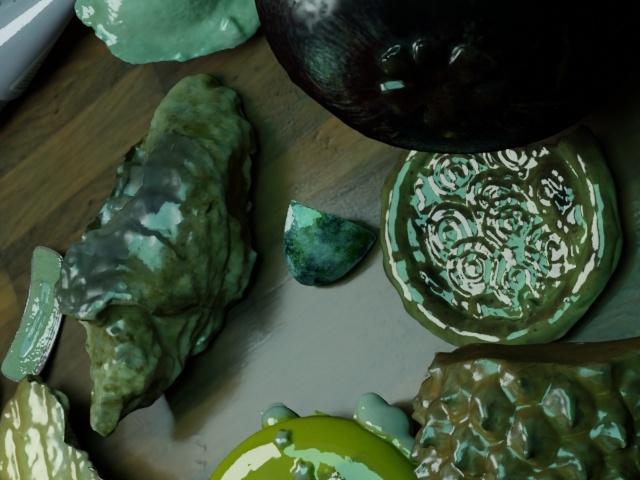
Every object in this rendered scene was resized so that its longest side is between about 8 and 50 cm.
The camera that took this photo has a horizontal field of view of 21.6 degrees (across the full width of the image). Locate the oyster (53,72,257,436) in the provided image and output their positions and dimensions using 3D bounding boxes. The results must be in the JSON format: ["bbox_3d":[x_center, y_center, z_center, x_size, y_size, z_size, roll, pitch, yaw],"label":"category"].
[{"bbox_3d":[-0.150,0.009,1.533,0.166,0.110,0.341,28,84,28],"label":"oyster"}]

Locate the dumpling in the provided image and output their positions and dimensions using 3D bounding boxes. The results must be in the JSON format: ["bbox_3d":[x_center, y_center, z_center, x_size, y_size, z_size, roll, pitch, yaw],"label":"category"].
[{"bbox_3d":[-0.123,-0.254,1.583,0.216,0.149,0.105,-52,20,-6],"label":"dumpling"}]

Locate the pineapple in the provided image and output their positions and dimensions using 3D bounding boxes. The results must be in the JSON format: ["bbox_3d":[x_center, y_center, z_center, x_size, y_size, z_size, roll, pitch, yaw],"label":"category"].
[{"bbox_3d":[0.184,0.249,1.227,0.223,0.223,0.357,-7,87,32],"label":"pineapple"}]

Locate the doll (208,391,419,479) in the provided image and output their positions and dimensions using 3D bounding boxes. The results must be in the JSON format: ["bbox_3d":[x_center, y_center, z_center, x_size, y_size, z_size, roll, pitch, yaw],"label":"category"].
[{"bbox_3d":[-0.004,0.254,1.398,0.237,0.111,0.252,-18,70,13],"label":"doll"}]

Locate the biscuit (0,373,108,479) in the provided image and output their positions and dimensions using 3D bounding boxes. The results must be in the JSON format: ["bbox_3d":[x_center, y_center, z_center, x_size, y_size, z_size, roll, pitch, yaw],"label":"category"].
[{"bbox_3d":[-0.250,0.218,1.594,0.118,0.061,0.183,-50,57,18],"label":"biscuit"}]

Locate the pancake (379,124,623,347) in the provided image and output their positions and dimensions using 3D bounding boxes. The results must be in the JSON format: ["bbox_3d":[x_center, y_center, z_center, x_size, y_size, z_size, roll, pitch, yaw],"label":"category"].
[{"bbox_3d":[0.145,-0.012,1.393,0.235,0.029,0.211,11,89,36],"label":"pancake"}]

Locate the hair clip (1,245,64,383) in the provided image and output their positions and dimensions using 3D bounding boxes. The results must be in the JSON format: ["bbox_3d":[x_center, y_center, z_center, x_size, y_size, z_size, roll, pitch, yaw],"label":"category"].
[{"bbox_3d":[-0.281,0.075,1.663,0.054,0.022,0.137,14,89,35],"label":"hair clip"}]

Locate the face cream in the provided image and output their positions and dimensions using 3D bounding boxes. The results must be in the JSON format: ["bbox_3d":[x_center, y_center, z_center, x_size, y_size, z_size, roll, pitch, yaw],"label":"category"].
[{"bbox_3d":[-0.297,-0.226,1.683,0.274,0.096,0.154,-47,28,14],"label":"face cream"}]

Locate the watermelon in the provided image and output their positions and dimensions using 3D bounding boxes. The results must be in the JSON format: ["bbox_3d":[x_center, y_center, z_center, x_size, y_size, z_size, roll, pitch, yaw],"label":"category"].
[{"bbox_3d":[0.000,0.000,1.483,0.085,0.085,0.061,-31,26,25],"label":"watermelon"}]

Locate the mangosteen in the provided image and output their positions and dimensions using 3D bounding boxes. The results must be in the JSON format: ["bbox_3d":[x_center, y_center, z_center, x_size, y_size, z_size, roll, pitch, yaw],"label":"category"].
[{"bbox_3d":[0.108,-0.221,1.300,0.330,0.330,0.330,-7,78,33],"label":"mangosteen"}]
